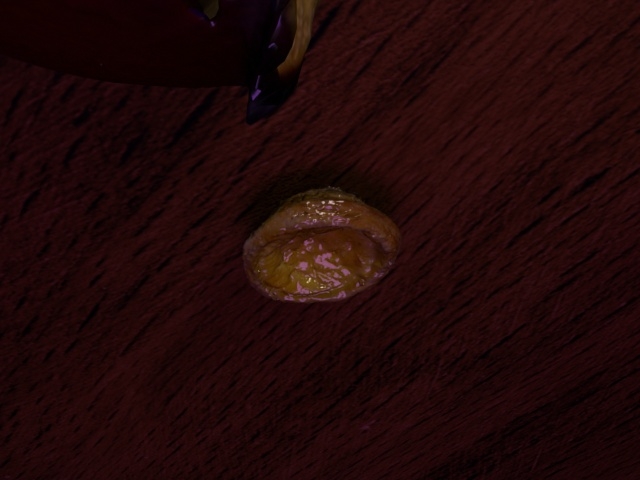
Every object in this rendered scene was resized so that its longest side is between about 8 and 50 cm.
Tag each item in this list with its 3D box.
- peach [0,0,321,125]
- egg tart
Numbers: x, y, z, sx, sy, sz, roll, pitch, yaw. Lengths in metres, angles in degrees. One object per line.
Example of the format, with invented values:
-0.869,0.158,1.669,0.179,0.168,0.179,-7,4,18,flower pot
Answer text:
-0.097,-0.247,0.513,0.353,0.339,0.416,13,170,44,peach
0.000,0.000,1.155,0.191,0.074,0.191,-3,147,-2,egg tart
